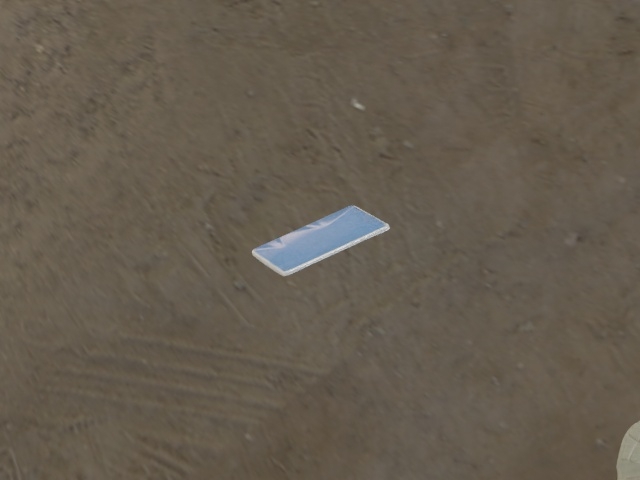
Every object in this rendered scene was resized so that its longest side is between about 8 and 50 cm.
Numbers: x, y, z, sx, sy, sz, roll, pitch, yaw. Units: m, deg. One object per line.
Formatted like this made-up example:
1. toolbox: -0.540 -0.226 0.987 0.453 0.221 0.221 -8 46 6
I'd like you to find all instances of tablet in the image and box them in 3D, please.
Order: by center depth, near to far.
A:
1. tablet: 0.000 0.000 0.993 0.083 0.054 0.006 -25 117 -20

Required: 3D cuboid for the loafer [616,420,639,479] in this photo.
1. loafer: 0.206 0.175 0.946 0.039 0.045 0.125 50 51 -31
